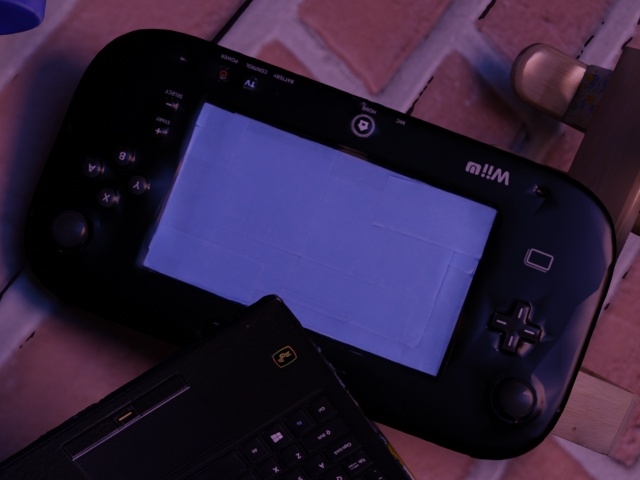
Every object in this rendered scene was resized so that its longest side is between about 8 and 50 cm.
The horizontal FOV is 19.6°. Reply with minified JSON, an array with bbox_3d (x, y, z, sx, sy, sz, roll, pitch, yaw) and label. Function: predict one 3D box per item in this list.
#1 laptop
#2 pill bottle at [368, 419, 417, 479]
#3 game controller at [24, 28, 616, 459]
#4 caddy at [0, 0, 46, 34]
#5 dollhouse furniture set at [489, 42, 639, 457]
[{"bbox_3d":[-0.042,0.206,0.926,0.234,0.136,0.264,-32,122,3],"label":"laptop"},{"bbox_3d":[0.037,0.210,1.066,0.117,0.117,0.208,-44,104,-34],"label":"pill bottle"},{"bbox_3d":[0.000,0.000,1.037,0.319,0.067,0.166,20,93,3],"label":"game controller"},{"bbox_3d":[-0.241,-0.216,0.917,0.341,0.241,0.179,2,80,-35],"label":"caddy"},{"bbox_3d":[0.147,-0.012,1.151,0.161,0.212,0.242,23,92,-29],"label":"dollhouse furniture set"}]
